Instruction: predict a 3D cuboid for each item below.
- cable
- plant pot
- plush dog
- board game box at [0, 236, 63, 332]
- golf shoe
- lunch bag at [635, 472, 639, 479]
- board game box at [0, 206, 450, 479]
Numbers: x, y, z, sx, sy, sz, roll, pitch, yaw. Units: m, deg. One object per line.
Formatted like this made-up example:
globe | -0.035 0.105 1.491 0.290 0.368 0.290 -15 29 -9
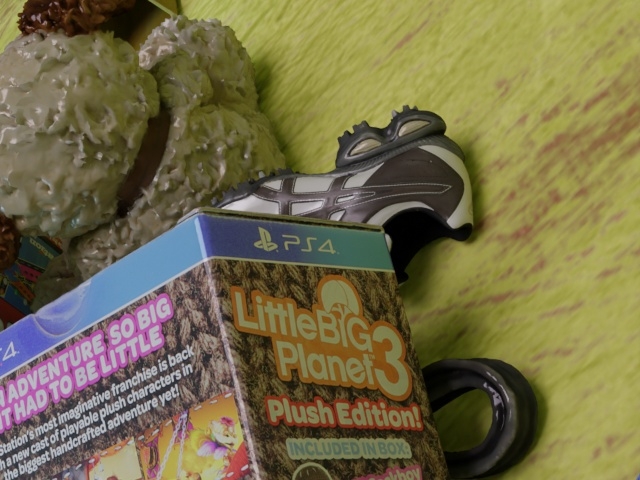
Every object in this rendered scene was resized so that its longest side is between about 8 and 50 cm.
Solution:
cable | -0.004 0.115 0.926 0.287 0.072 0.139 6 86 51
plant pot | -0.170 -0.204 1.305 0.081 0.081 0.083 -40 33 31
plush dog | -0.134 -0.049 1.048 0.211 0.225 0.262 19 85 53
board game box | -0.242 0.029 1.104 0.027 0.281 0.145 -6 63 22
golf shoe | 0.000 0.000 0.954 0.198 0.077 0.094 -29 60 14
lunch bag | 0.224 0.076 0.603 0.176 0.090 0.219 10 57 52
board game box | -0.057 0.163 0.842 0.232 0.141 0.291 -28 67 39
